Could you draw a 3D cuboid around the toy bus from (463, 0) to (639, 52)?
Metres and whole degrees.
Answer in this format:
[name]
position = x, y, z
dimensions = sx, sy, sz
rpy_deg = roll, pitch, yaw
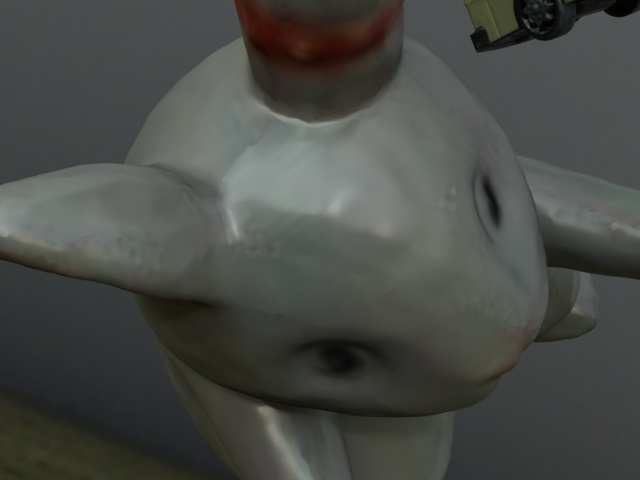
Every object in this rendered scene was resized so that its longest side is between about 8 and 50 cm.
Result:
[toy bus]
position = 0.253, -0.295, 1.333
dimensions = 0.143, 0.179, 0.305
rpy_deg = -21, -1, -37

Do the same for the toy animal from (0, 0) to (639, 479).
[toy animal]
position = 0.011, 0.010, 0.385
dimensions = 0.138, 0.140, 0.282
rpy_deg = 38, -10, 10
